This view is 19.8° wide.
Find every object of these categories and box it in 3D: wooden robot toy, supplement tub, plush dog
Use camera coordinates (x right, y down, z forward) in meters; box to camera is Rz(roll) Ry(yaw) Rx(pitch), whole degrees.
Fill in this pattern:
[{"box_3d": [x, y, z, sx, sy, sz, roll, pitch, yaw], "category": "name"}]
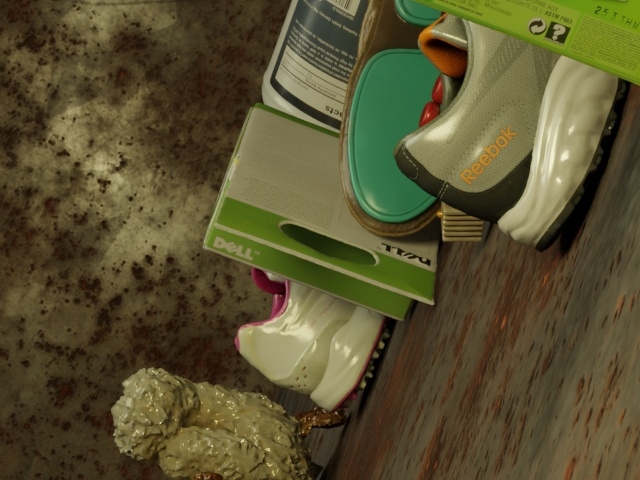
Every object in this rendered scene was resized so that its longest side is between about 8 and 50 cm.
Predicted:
[{"box_3d": [0.103, -0.056, 1.187, 0.079, 0.076, 0.173, -90, 16, -49], "category": "wooden robot toy"}, {"box_3d": [0.053, -0.193, 1.857, 0.191, 0.191, 0.272, -75, 6, -64], "category": "supplement tub"}, {"box_3d": [-0.071, 0.257, 1.713, 0.225, 0.210, 0.262, -94, -9, -48], "category": "plush dog"}]

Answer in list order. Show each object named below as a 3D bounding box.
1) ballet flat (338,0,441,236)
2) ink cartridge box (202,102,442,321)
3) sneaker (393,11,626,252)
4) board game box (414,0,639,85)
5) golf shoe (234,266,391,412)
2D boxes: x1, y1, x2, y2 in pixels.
[{"box_3d": [0.076, -0.151, 1.542, 0.124, 0.116, 0.342, 103, 171, -72], "category": "ballet flat"}, {"box_3d": [0.000, 0.000, 1.523, 0.255, 0.188, 0.097, -76, 7, -64], "category": "ink cartridge box"}, {"box_3d": [0.118, -0.132, 0.976, 0.100, 0.108, 0.272, 111, 179, -67], "category": "sneaker"}, {"box_3d": [0.088, -0.132, 0.744, 0.043, 0.181, 0.092, -75, 5, -59], "category": "board game box"}, {"box_3d": [0.019, 0.003, 1.715, 0.115, 0.140, 0.306, 112, 179, -67], "category": "golf shoe"}]
